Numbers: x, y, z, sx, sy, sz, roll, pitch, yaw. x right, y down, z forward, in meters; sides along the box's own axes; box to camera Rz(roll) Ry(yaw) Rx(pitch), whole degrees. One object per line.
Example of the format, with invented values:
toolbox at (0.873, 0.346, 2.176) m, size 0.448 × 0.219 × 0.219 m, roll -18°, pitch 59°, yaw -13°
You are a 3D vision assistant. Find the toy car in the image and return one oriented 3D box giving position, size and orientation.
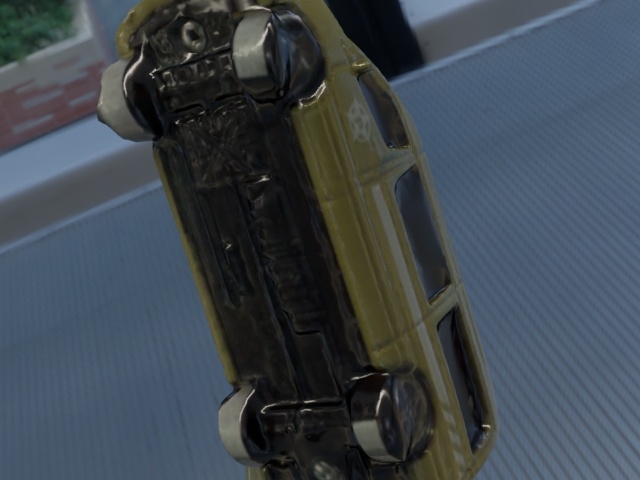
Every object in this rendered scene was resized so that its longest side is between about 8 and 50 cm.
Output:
toy car at (0.000, 0.000, 0.518) m, size 0.101 × 0.256 × 0.124 m, roll -11°, pitch 11°, yaw 36°

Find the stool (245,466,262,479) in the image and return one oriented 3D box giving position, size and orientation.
stool at (0.020, 0.174, 1.164) m, size 0.170 × 0.243 × 0.269 m, roll -3°, pitch -12°, yaw 4°
